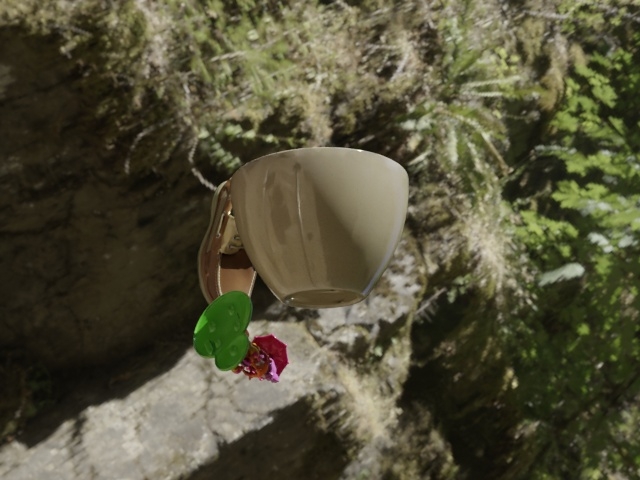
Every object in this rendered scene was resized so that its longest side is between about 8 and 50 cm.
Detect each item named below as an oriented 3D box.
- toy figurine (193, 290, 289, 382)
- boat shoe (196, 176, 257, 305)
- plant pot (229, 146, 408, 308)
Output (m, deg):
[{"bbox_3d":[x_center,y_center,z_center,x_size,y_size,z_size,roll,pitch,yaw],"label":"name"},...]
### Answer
[{"bbox_3d":[-0.114,0.193,1.329,0.159,0.130,0.173,43,9,-36],"label":"toy figurine"},{"bbox_3d":[-0.173,-0.006,1.591,0.120,0.123,0.324,-34,-133,44],"label":"boat shoe"},{"bbox_3d":[0.000,0.000,1.202,0.284,0.284,0.190,139,-47,-62],"label":"plant pot"}]
